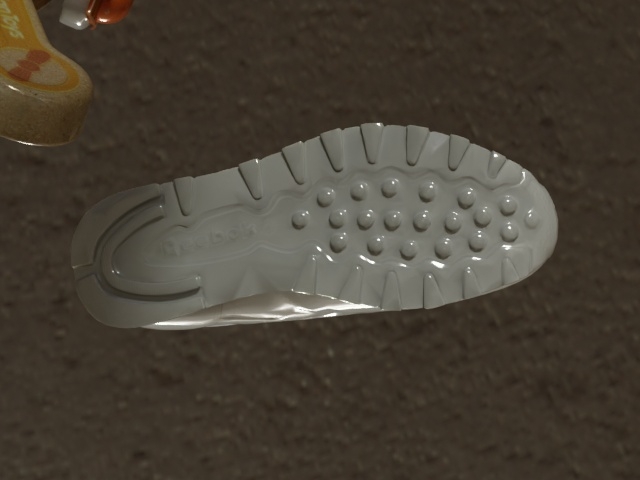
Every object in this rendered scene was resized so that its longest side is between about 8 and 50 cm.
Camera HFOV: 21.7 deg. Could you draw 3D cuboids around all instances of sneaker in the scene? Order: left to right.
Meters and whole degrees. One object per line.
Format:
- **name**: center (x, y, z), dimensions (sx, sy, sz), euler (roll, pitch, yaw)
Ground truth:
- **sneaker**: center (0.000, 0.000, 0.821), dimensions (0.235, 0.090, 0.095), euler (-4, 168, 12)

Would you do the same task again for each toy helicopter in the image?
- **toy helicopter**: center (-0.214, -0.162, 1.120), dimensions (0.235, 0.355, 0.140), euler (10, 119, -31)
